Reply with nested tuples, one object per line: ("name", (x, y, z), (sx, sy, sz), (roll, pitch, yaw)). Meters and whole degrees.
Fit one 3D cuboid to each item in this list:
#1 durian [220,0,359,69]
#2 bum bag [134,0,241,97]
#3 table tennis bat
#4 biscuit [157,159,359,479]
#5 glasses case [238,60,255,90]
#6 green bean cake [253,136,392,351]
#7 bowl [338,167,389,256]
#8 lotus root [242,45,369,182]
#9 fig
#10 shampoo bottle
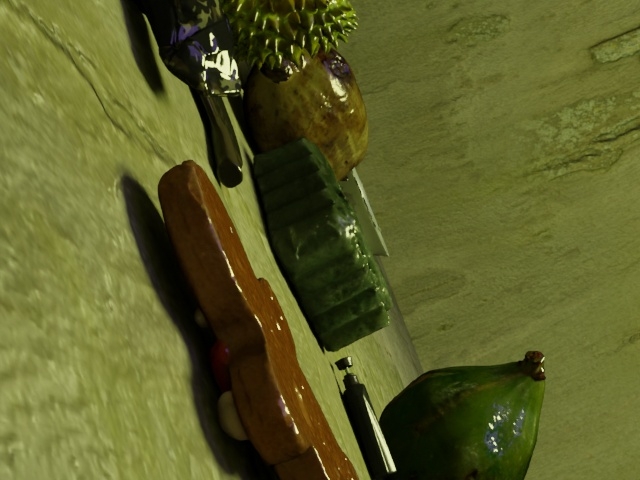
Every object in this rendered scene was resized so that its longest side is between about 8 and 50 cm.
("durian", (-0.070, -0.278, 1.443), (0.237, 0.176, 0.200), (56, 22, -46))
("bum bag", (-0.122, -0.209, 1.175), (0.102, 0.069, 0.248), (63, 9, -59))
("table tennis bat", (-0.099, -0.116, 1.346), (0.234, 0.022, 0.131), (-108, 176, -59))
("biscuit", (-0.033, 0.098, 0.924), (0.205, 0.049, 0.324), (-103, 171, -68))
("glasses case", (-0.094, -0.245, 1.771), (0.204, 0.051, 0.081), (-105, 170, -54))
("green bean cake", (0.000, 0.000, 1.552), (0.185, 0.094, 0.183), (-114, 178, -48))
("bowl", (0.029, -0.048, 2.087), (0.189, 0.086, 0.189), (-23, 90, -87))
("lotus root", (-0.020, -0.151, 1.664), (0.128, 0.145, 0.260), (28, -17, 30))
("fig", (0.178, 0.227, 1.641), (0.195, 0.245, 0.195), (50, 13, -16))
("shampoo bottle", (0.047, 0.193, 1.549), (0.048, 0.027, 0.137), (98, -27, -72))
